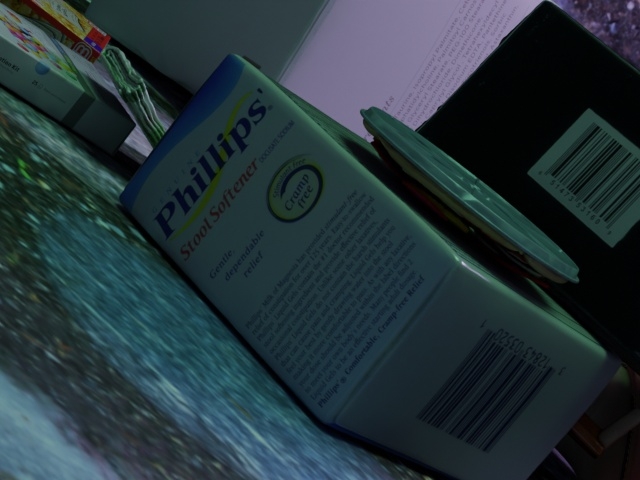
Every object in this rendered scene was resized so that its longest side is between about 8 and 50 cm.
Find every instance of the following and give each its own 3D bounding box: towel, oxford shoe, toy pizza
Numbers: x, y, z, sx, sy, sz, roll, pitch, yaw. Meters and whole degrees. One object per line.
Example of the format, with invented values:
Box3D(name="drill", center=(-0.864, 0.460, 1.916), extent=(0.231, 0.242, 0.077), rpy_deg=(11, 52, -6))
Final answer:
Box3D(name="towel", center=(-0.132, -0.086, 1.532), extent=(0.152, 0.023, 0.113), rpy_deg=(60, -1, -28))
Box3D(name="oxford shoe", center=(0.229, 0.158, 1.751), extent=(0.147, 0.140, 0.397), rpy_deg=(5, 18, -3))
Box3D(name="toy pizza", center=(0.103, -0.027, 1.329), extent=(0.201, 0.032, 0.201), rpy_deg=(37, 8, -6))

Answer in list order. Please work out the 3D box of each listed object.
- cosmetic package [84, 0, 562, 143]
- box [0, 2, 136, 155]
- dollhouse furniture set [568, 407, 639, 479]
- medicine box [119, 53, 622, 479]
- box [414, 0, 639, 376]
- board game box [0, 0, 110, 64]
Box3D(name="cosmetic package", center=(0.010, -0.271, 2.192), extent=(0.329, 0.327, 0.394), rpy_deg=(37, 7, 37))
Box3D(name="box", center=(-0.252, -0.156, 1.524), extent=(0.186, 0.038, 0.145), rpy_deg=(32, 10, -33))
Box3D(name="dollhouse furniture set", center=(0.258, 0.232, 1.423), extent=(0.262, 0.135, 0.259), rpy_deg=(43, -2, 10))
Box3D(name="medicine box", center=(0.038, 0.029, 1.380), extent=(0.289, 0.149, 0.263), rpy_deg=(44, 9, 38))
Box3D(name="box", center=(0.271, -0.006, 1.540), extent=(0.296, 0.183, 0.294), rpy_deg=(45, 2, 32))
Box3D(name="board game box", center=(-0.290, -0.225, 1.717), extent=(0.193, 0.045, 0.147), rpy_deg=(37, 8, -10))
